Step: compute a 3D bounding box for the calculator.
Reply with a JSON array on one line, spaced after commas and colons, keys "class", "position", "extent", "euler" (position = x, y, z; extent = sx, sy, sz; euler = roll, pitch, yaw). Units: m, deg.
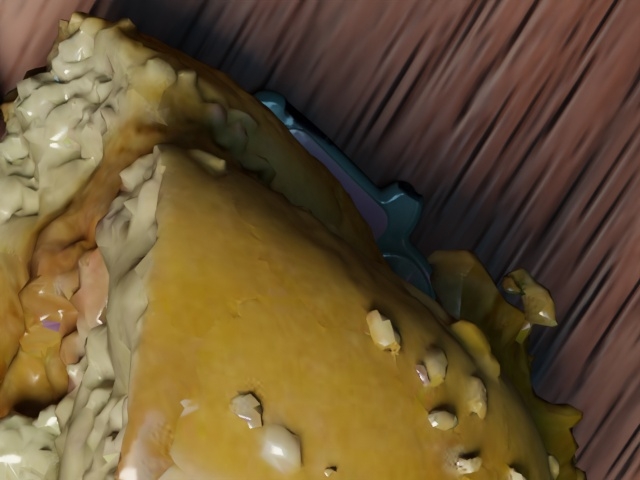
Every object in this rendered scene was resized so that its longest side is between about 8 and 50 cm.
[{"class": "calculator", "position": [0.000, 0.000, 0.675], "extent": [0.094, 0.019, 0.141], "euler": [-46, 112, 2]}]

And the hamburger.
[{"class": "hamburger", "position": [-0.023, 0.159, 0.592], "extent": [0.287, 0.268, 0.445], "euler": [7, 112, -22]}]
